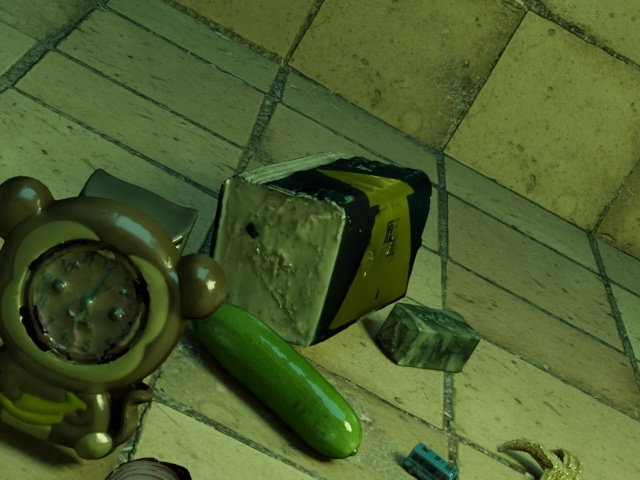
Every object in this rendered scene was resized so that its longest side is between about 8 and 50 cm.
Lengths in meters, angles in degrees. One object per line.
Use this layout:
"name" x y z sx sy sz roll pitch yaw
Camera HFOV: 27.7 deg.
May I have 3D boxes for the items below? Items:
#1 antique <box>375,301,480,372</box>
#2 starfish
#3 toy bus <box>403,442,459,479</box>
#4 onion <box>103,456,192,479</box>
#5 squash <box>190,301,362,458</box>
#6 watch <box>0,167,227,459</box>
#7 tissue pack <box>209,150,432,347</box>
"antique" 0.194 0.179 2.397 0.183 0.086 0.088 11 28 -41
"starfish" 0.408 0.406 2.204 0.216 0.071 0.238 37 15 1
"toy bus" 0.174 0.356 2.025 0.083 0.046 0.038 36 22 17
"onion" -0.191 0.344 1.480 0.151 0.098 0.206 5 28 4
"squash" -0.078 0.196 1.983 0.379 0.101 0.101 39 22 25
"watch" -0.301 0.083 1.721 0.314 0.335 0.327 23 2 -3
"tissue pack" 0.000 0.000 2.255 0.253 0.264 0.416 18 15 23
